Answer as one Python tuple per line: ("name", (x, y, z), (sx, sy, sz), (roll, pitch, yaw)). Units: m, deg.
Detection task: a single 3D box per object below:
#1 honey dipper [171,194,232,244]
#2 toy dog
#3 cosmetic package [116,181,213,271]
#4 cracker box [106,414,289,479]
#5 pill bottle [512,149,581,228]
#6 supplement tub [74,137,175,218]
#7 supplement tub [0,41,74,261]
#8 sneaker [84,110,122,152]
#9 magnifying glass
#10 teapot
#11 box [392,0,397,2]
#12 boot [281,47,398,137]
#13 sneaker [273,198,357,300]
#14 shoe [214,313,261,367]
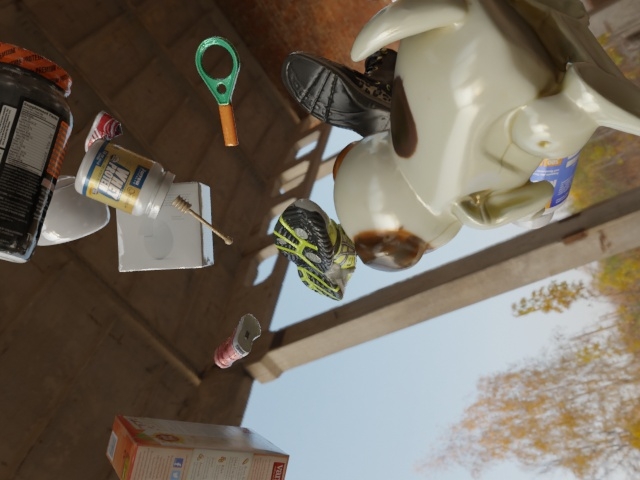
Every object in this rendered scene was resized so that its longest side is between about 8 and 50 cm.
("honey dipper", (-0.265, -0.044, 1.344), (0.161, 0.030, 0.030), (38, -148, -12))
("toy dog", (0.177, -0.123, 0.820), (0.396, 0.408, 0.284), (-5, -123, -35))
("cosmetic package", (-0.416, -0.037, 1.588), (0.138, 0.224, 0.224), (-36, -57, -88))
("cracker box", (-0.185, 0.321, 0.883), (0.233, 0.156, 0.067), (15, -98, -27))
("pill bottle", (0.461, -0.149, 1.260), (0.272, 0.153, 0.152), (77, -171, -51))
("supplement tub", (-0.469, -0.145, 1.425), (0.200, 0.144, 0.144), (23, -140, -14))
("supplement tub", (-0.551, -0.145, 1.001), (0.207, 0.207, 0.337), (26, -108, -52))
("sneaker", (-0.535, -0.254, 1.461), (0.067, 0.118, 0.042), (30, -157, -2))
("magnifying glass", (-0.210, -0.318, 1.271), (0.026, 0.092, 0.230), (-70, -24, -62))
("teapot", (-0.739, -0.111, 1.696), (0.256, 0.253, 0.186), (-105, 3, -72))
("box", (0.148, -0.612, 1.254), (0.067, 0.063, 0.323), (46, -153, -49))
("boot", (0.106, -0.402, 1.511), (0.378, 0.138, 0.284), (26, -137, -2))
("sneaker", (0.000, 0.000, 1.360), (0.147, 0.145, 0.384), (-61, -21, -20))
("shoe", (-0.202, 0.242, 1.429), (0.063, 0.081, 0.178), (52, -166, -10))
